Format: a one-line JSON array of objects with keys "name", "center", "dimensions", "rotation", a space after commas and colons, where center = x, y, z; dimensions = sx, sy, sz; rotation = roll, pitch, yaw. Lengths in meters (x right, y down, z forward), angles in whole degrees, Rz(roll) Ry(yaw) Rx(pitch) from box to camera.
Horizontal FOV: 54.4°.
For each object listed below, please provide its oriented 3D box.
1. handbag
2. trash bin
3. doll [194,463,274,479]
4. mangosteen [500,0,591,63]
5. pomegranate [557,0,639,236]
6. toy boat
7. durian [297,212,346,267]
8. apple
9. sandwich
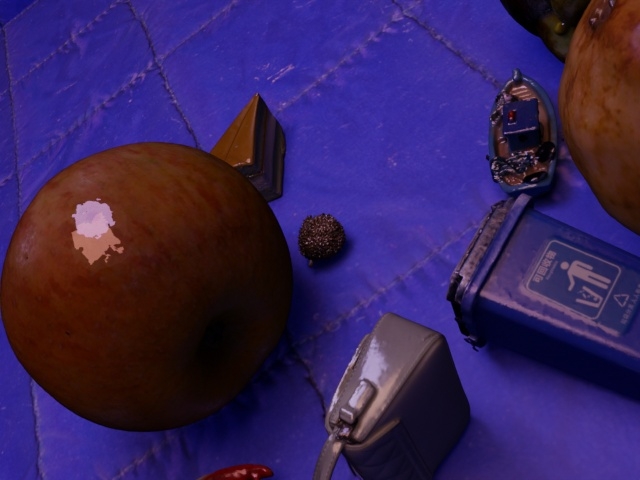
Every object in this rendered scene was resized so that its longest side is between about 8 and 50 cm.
[{"name": "handbag", "center": [0.067, 0.215, 0.656], "dimensions": [0.079, 0.256, 0.219], "rotation": [22, 64, 34]}, {"name": "trash bin", "center": [0.278, 0.074, 0.698], "dimensions": [0.234, 0.184, 0.162], "rotation": [24, 73, 29]}, {"name": "doll", "center": [-0.126, 0.378, 0.777], "dimensions": [0.384, 0.099, 0.188], "rotation": [-9, 55, 23]}, {"name": "mangosteen", "center": [0.394, -0.410, 0.857], "dimensions": [0.330, 0.330, 0.330], "rotation": [-17, 51, 22]}, {"name": "pomegranate", "center": [0.452, -0.142, 0.611], "dimensions": [0.410, 0.410, 0.410], "rotation": [-17, 51, 22]}, {"name": "toy boat", "center": [0.286, -0.160, 0.894], "dimensions": [0.100, 0.097, 0.223], "rotation": [-9, 55, 24]}, {"name": "durian", "center": [0.000, 0.000, 0.980], "dimensions": [0.080, 0.080, 0.091], "rotation": [11, 81, 37]}, {"name": "apple", "center": [-0.217, 0.072, 0.860], "dimensions": [0.400, 0.400, 0.333], "rotation": [-46, 71, -4]}, {"name": "sandwich", "center": [-0.154, -0.155, 1.151], "dimensions": [0.144, 0.117, 0.187], "rotation": [-14, 53, 20]}]
